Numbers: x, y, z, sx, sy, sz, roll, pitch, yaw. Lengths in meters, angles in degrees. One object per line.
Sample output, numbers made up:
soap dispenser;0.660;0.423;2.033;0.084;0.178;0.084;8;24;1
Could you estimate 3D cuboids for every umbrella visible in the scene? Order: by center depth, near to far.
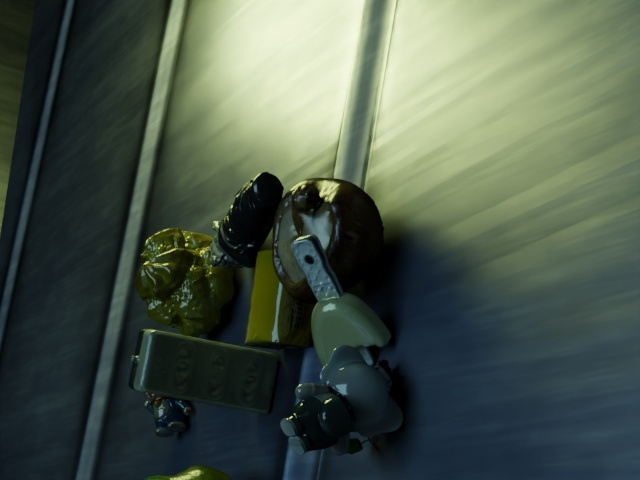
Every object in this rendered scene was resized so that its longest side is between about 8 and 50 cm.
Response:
umbrella;-0.115;-0.033;2.093;0.358;0.106;0.113;133;149;-68

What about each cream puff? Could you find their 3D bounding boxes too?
cream puff;-0.263;0.070;2.295;0.195;0.194;0.221;-56;37;31

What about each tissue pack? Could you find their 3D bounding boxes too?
tissue pack;-0.063;0.096;2.015;0.120;0.082;0.169;-12;66;57

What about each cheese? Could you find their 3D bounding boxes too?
cheese;0.018;0.096;1.776;0.127;0.235;0.050;-15;20;32

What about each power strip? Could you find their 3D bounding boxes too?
power strip;-0.196;0.218;2.012;0.070;0.256;0.105;-6;72;60

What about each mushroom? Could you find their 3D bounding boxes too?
mushroom;0.014;-0.001;1.878;0.231;0.138;0.194;-145;53;-59

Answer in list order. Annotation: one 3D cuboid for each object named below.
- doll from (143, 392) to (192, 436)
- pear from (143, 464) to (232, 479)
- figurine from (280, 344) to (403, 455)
doll;-0.300;0.301;2.345;0.114;0.085;0.152;-24;63;27
pear;-0.222;0.512;2.014;0.286;0.176;0.282;7;81;57
figurine;0.033;0.230;1.701;0.147;0.192;0.126;59;154;4
